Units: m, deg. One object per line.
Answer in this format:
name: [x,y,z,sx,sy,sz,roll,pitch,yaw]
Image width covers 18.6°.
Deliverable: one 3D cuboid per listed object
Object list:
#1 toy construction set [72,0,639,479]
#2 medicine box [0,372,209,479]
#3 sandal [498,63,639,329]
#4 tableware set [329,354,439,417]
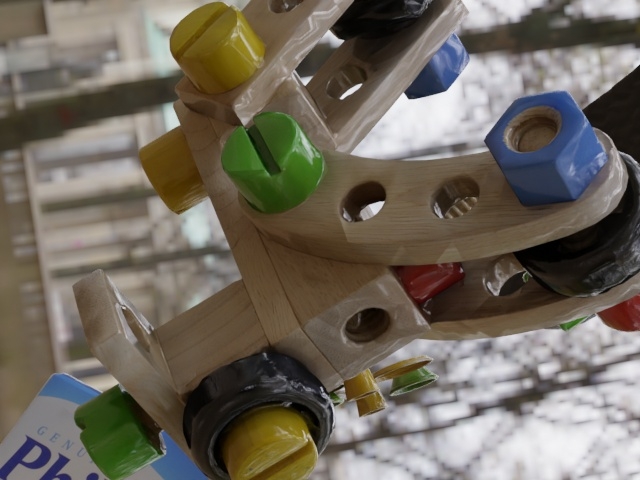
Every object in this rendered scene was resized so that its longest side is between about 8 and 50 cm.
toy construction set: [0.000,0.000,0.841,0.257,0.237,0.309,53,4,23]
medicine box: [-0.172,0.291,1.521,0.263,0.289,0.149,22,-20,37]
sandal: [0.303,-0.084,1.376,0.107,0.446,0.167,20,47,-48]
tableware set: [0.029,0.104,1.326,0.154,0.104,0.024,37,32,-76]
